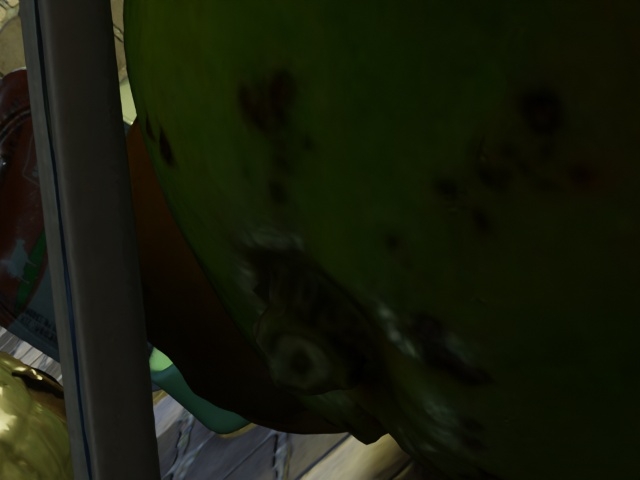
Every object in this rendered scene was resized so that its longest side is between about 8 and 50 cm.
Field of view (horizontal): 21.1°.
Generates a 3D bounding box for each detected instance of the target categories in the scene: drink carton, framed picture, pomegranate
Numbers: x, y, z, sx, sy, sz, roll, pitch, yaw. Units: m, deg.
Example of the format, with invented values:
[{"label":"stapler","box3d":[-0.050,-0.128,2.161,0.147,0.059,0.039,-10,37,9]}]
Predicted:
[{"label":"drink carton","box3d":[-0.113,-0.023,1.142,0.185,0.191,0.189,-65,-11,26]},{"label":"framed picture","box3d":[-0.069,0.050,0.545,0.024,0.315,0.232,-8,7,-10]},{"label":"pomegranate","box3d":[0.094,-0.060,0.454,0.302,0.236,0.236,-30,2,-32]}]

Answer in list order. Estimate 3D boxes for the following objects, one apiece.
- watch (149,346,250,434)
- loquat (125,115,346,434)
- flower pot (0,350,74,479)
[{"label":"watch","box3d":[0.000,0.000,0.942,0.237,0.068,0.195,-57,14,-30]},{"label":"loquat","box3d":[0.028,-0.024,0.660,0.227,0.179,0.179,-36,13,6]},{"label":"flower pot","box3d":[-0.277,0.157,0.987,0.302,0.213,0.302,-43,13,12]}]
